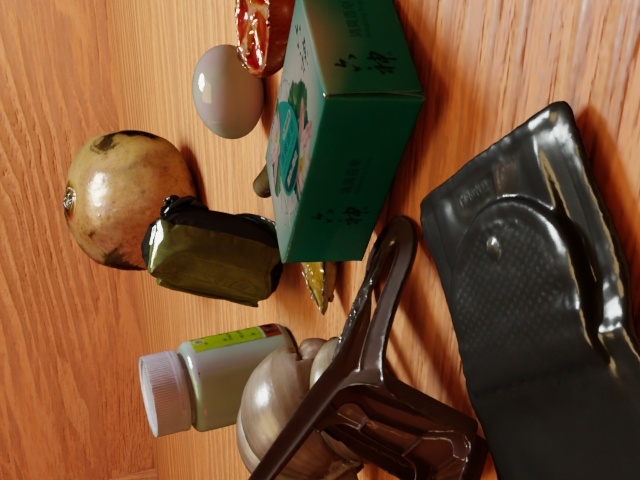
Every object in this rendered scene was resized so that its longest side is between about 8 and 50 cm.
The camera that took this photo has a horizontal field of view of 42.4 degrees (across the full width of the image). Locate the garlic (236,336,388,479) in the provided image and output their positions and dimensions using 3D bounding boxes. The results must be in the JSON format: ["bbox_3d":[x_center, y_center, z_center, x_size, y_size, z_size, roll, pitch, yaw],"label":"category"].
[{"bbox_3d":[-0.016,0.203,0.968,0.214,0.160,0.191,105,144,-55],"label":"garlic"}]

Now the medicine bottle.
[{"bbox_3d":[-0.150,0.211,1.249,0.139,0.225,0.139,169,90,-70],"label":"medicine bottle"}]

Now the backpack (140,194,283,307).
[{"bbox_3d":[-0.161,0.011,1.232,0.253,0.207,0.140,-155,80,-77],"label":"backpack"}]

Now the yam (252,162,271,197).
[{"bbox_3d":[-0.040,-0.118,1.057,0.327,0.045,0.045,138,143,-68],"label":"yam"}]

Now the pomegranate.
[{"bbox_3d":[-0.401,-0.087,1.752,0.322,0.322,0.322,171,90,-71],"label":"pomegranate"}]

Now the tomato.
[{"bbox_3d":[-0.053,-0.270,0.980,0.155,0.069,0.155,174,90,-72],"label":"tomato"}]

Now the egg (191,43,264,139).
[{"bbox_3d":[-0.131,-0.211,1.178,0.103,0.103,0.135,-146,48,-64],"label":"egg"}]

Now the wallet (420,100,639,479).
[{"bbox_3d":[0.161,0.085,0.598,0.247,0.041,0.323,133,123,-68],"label":"wallet"}]

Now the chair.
[{"bbox_3d":[0.068,0.158,0.780,0.326,0.183,0.175,-58,-4,-31],"label":"chair"}]

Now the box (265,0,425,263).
[{"bbox_3d":[0.012,-0.106,0.811,0.245,0.092,0.153,106,159,-51],"label":"box"}]

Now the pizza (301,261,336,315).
[{"bbox_3d":[0.000,0.000,1.012,0.184,0.036,0.176,139,118,-66],"label":"pizza"}]
